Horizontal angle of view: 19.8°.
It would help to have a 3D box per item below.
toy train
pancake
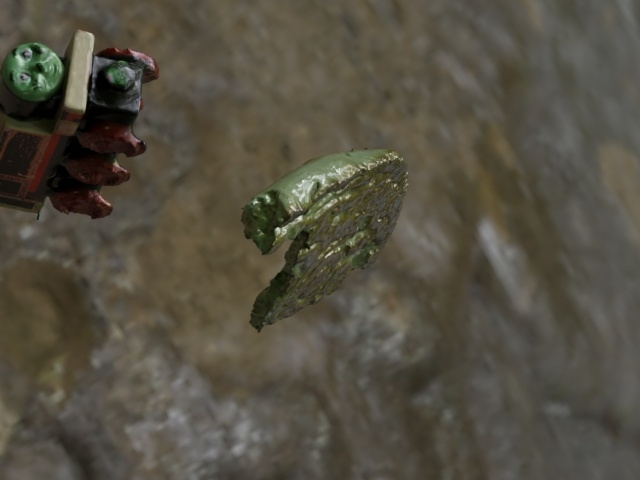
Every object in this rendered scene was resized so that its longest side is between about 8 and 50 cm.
[{"bbox_3d":[-0.129,-0.056,0.880,0.087,0.138,0.050,11,66,-15],"label":"toy train"},{"bbox_3d":[-0.003,-0.004,1.609,0.054,0.197,0.376,39,-3,14],"label":"pancake"}]
